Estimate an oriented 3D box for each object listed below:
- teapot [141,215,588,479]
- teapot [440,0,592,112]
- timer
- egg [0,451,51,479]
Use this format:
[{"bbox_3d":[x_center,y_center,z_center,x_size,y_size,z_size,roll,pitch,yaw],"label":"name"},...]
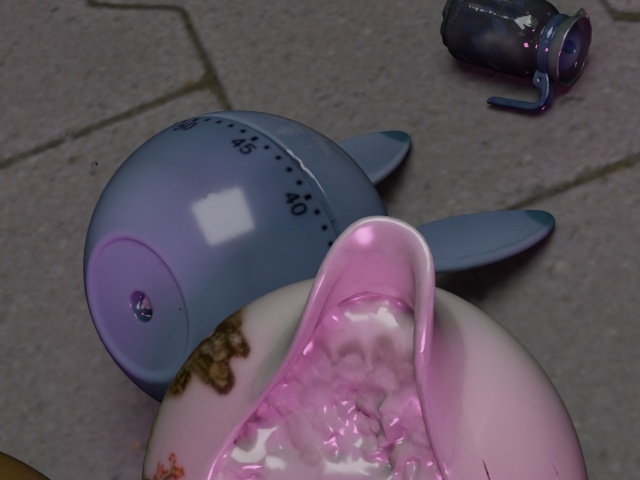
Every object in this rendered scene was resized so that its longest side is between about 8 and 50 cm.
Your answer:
[{"bbox_3d":[0.013,0.129,0.873,0.204,0.298,0.139,12,9,16],"label":"teapot"},{"bbox_3d":[0.110,-0.116,1.163,0.083,0.049,0.063,20,58,27],"label":"teapot"},{"bbox_3d":[-0.013,0.017,1.043,0.175,0.255,0.175,-3,84,33],"label":"timer"},{"bbox_3d":[-0.215,0.219,0.831,0.250,0.250,0.322,21,51,28],"label":"egg"}]
